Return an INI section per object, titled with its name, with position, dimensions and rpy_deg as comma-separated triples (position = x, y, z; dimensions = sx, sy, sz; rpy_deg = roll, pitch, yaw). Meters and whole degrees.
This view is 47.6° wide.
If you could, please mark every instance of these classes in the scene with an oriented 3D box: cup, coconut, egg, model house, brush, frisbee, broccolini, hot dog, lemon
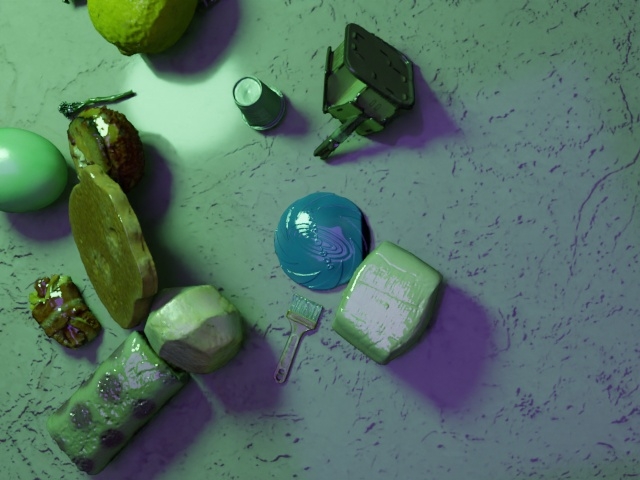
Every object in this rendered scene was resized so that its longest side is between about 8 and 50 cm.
[cup]
position = -0.159, -0.340, 1.783
dimensions = 0.120, 0.141, 0.120
rpy_deg = -2, 83, 16
[coconut]
position = -0.303, 0.197, 1.724
dimensions = 0.197, 0.237, 0.237
rpy_deg = -45, 76, 4
[egg]
position = -0.790, -0.180, 1.882
dimensions = 0.270, 0.220, 0.220
rpy_deg = 13, 88, 5
[model house]
position = 0.063, -0.338, 1.747
dimensions = 0.205, 0.218, 0.279
rpy_deg = 30, 131, -22
[brush]
position = -0.067, 0.244, 1.766
dimensions = 0.083, 0.010, 0.218
rpy_deg = 22, 90, 15
[frisbee]
position = 0.000, 0.000, 1.759
dimensions = 0.242, 0.045, 0.242
rpy_deg = -1, 85, 14
[broccolini]
position = -0.606, -0.378, 1.956
dimensions = 0.218, 0.042, 0.044
rpy_deg = -15, 108, 8
[hot dog]
position = -0.670, 0.185, 1.875
dimensions = 0.146, 0.103, 0.213
rpy_deg = -42, 78, 6
[lemon]
position = -0.441, -0.617, 1.818
dimensions = 0.268, 0.268, 0.321
rpy_deg = 29, 98, 15

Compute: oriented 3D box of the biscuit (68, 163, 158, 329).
[biscuit]
position = -0.504, 0.015, 1.764
dimensions = 0.385, 0.062, 0.365
rpy_deg = 60, 144, 16

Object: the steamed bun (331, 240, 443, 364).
[steamed bun]
position = 0.154, 0.145, 1.648
dimensions = 0.200, 0.155, 0.250
rpy_deg = 32, 86, 12

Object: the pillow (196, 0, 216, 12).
[pillow]
position = -0.330, -0.714, 1.918
dimensions = 0.130, 0.033, 0.217
rpy_deg = -37, 78, 14

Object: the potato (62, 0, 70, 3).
[potato]
position = -0.712, -0.757, 1.989
dimensions = 0.117, 0.090, 0.225
rpy_deg = -27, 78, 10

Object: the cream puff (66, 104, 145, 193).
[cream puff]
position = -0.537, -0.227, 1.839
dimensions = 0.164, 0.240, 0.240
rpy_deg = -26, 76, -28

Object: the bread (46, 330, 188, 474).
[bread]
position = -0.496, 0.394, 1.783
dimensions = 0.338, 0.155, 0.187
rpy_deg = -45, 80, 6
